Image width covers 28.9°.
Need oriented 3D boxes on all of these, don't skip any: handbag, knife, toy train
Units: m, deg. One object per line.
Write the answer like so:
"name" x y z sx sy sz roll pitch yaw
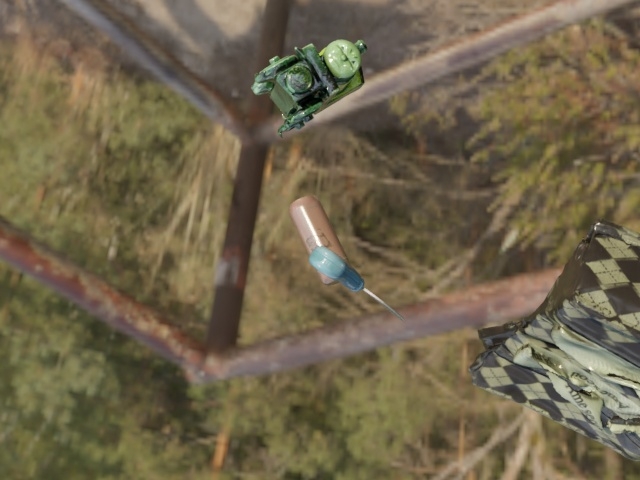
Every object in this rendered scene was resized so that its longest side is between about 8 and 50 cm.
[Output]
"handbag" 0.397 0.153 1.677 0.317 0.180 0.416 22 156 -2
"knife" 0.063 0.070 1.661 0.058 0.032 0.244 28 173 42
"toy train" -0.008 -0.188 1.444 0.132 0.083 0.200 -32 -175 -6

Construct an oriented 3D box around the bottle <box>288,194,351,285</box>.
"bottle" 0.000 0.000 1.926 0.053 0.140 0.053 -24 167 -6
